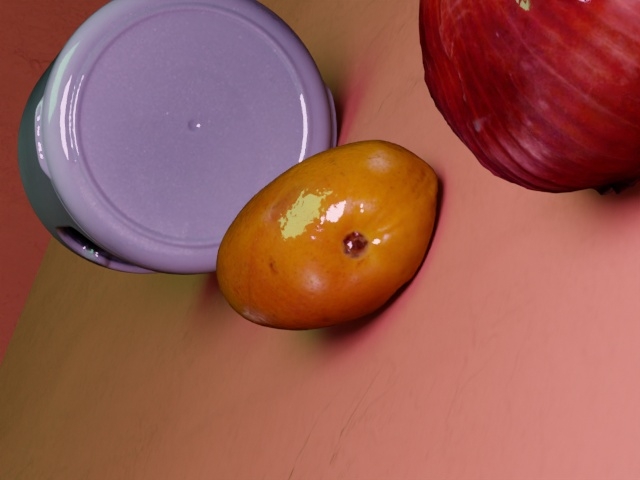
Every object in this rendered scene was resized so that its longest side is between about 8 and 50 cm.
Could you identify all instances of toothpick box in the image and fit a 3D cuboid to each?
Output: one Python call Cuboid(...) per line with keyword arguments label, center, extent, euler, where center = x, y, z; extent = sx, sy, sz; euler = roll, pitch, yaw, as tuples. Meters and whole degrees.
Cuboid(label="toothpick box", center=(-0.145, -0.099, 1.606), extent=(0.263, 0.263, 0.354), euler=(-67, 13, -8))

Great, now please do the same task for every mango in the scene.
Cuboid(label="mango", center=(-0.005, -0.004, 1.231), extent=(0.141, 0.102, 0.217), euler=(-63, 15, -19))

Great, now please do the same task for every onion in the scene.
Cuboid(label="onion", center=(0.131, -0.135, 0.886), extent=(0.248, 0.161, 0.248), euler=(-174, 90, -86))
